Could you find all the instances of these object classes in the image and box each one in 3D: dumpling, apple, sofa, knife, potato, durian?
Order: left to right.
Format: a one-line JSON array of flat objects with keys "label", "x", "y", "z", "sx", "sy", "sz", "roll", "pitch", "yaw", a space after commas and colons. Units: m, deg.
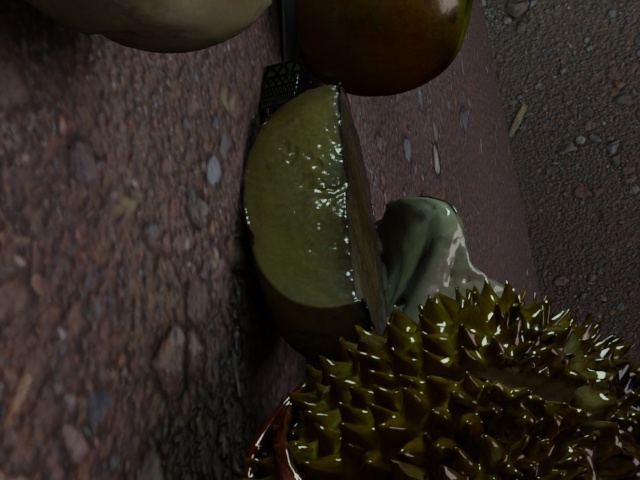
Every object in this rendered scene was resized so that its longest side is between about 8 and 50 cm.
[{"label": "knife", "x": -0.032, "y": -0.273, "z": 0.834, "sx": 0.058, "sy": 0.032, "sz": 0.244, "roll": 2, "pitch": 85, "yaw": -79}, {"label": "sofa", "x": -0.016, "y": -0.110, "z": 0.786, "sx": 0.118, "sy": 0.039, "sz": 0.060, "roll": 55, "pitch": 31, "yaw": -50}, {"label": "potato", "x": 0.000, "y": 0.000, "z": 0.698, "sx": 0.138, "sy": 0.098, "sz": 0.243, "roll": 61, "pitch": 21, "yaw": -52}, {"label": "apple", "x": 0.065, "y": -0.240, "z": 0.836, "sx": 0.196, "sy": 0.196, "sz": 0.195, "roll": -9, "pitch": 90, "yaw": -71}, {"label": "dumpling", "x": 0.111, "y": 0.147, "z": 0.835, "sx": 0.315, "sy": 0.233, "sz": 0.394, "roll": 15, "pitch": -56, "yaw": 70}, {"label": "durian", "x": 0.103, "y": 0.215, "z": 0.529, "sx": 0.347, "sy": 0.348, "sz": 0.384, "roll": -25, "pitch": 111, "yaw": -70}]

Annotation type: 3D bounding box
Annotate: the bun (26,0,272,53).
[{"label": "bun", "x": -0.114, "y": -0.180, "z": 0.419, "sx": 0.193, "sy": 0.128, "sz": 0.178, "roll": -29, "pitch": 110, "yaw": -57}]
